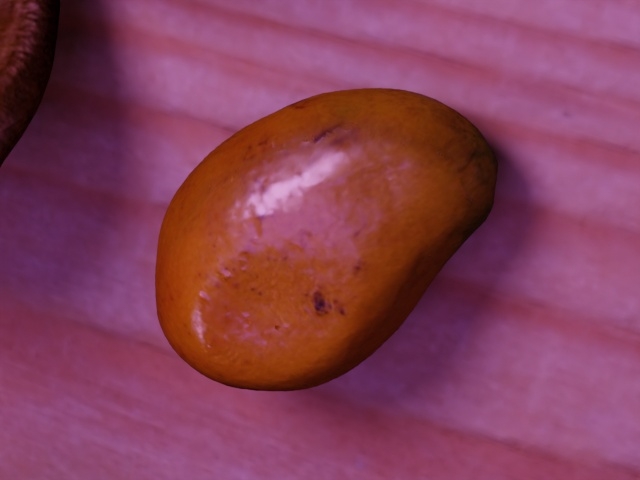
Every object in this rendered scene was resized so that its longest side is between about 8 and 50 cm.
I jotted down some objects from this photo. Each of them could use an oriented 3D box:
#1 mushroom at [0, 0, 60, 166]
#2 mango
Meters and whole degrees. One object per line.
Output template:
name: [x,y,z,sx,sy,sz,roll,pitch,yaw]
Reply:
mushroom: [-0.222,-0.103,0.714,0.138,0.194,0.231,-25,71,55]
mango: [-0.006,-0.003,0.703,0.115,0.089,0.165,38,117,3]
